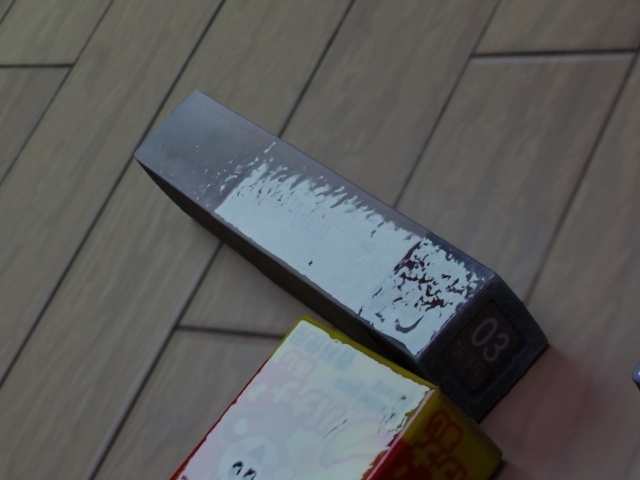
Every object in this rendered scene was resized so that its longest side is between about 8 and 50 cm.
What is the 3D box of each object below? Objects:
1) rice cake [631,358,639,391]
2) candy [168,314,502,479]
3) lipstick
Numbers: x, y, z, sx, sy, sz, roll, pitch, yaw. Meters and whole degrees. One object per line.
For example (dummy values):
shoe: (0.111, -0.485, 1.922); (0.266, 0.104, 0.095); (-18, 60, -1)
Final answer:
rice cake: (0.278, -0.009, 1.094); (0.290, 0.051, 0.081); (-53, 31, -13)
candy: (-0.035, 0.188, 1.135); (0.276, 0.088, 0.146); (-50, 41, -10)
lipstick: (0.000, 0.000, 1.291); (0.076, 0.080, 0.371); (-47, 40, -7)
